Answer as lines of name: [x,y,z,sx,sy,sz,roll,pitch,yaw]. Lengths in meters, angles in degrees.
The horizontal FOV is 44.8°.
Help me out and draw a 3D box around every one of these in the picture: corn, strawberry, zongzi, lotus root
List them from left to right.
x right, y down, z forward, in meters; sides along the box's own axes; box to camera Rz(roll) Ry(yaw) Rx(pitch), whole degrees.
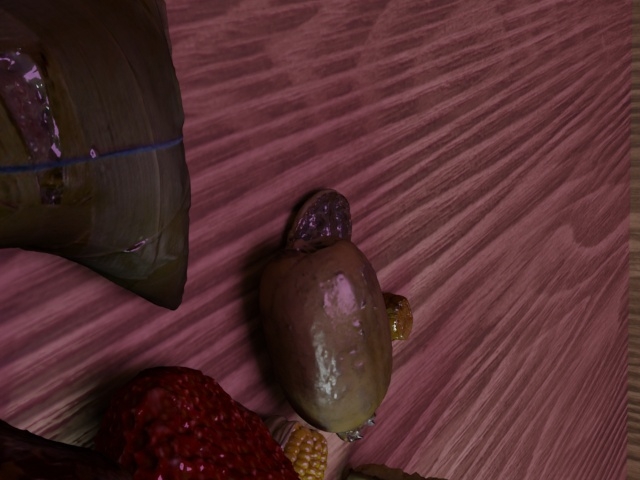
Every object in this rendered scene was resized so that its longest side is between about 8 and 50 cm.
zongzi: [-0.226,-0.019,0.644,0.356,0.174,0.392,-59,148,-57]
strawberry: [-0.128,0.303,0.820,0.312,0.267,0.351,14,52,-64]
corn: [-0.086,0.377,1.006,0.305,0.122,0.123,-64,-176,-20]
lotus root: [0.018,0.150,1.053,0.169,0.151,0.342,-29,119,-29]

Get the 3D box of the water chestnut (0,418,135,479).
water chestnut: [-0.273,0.258,0.586,0.347,0.335,0.335,-80,160,-63]

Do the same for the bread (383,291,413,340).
bread: [0.125,0.130,1.300,0.083,0.046,0.081,25,70,-51]

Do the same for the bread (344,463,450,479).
bread: [0.122,0.492,1.245,0.163,0.204,0.262,15,80,-66]

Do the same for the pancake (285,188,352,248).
pancake: [0.000,0.000,1.120,0.158,0.028,0.158,-21,116,-52]
